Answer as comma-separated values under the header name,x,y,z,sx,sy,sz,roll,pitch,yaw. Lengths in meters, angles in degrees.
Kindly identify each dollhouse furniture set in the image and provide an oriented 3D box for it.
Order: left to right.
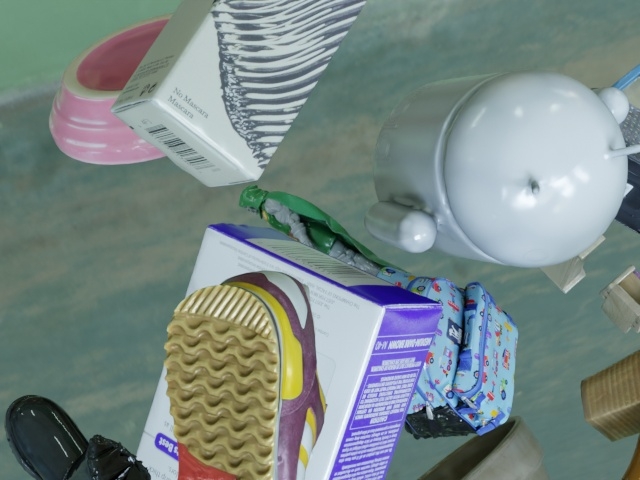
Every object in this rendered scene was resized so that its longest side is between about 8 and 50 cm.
name,x,y,z,sx,sy,sz,roll,pitch,yaw
dollhouse furniture set,0.472,-0.056,1.867,0.303,0.198,0.286,-40,75,-8

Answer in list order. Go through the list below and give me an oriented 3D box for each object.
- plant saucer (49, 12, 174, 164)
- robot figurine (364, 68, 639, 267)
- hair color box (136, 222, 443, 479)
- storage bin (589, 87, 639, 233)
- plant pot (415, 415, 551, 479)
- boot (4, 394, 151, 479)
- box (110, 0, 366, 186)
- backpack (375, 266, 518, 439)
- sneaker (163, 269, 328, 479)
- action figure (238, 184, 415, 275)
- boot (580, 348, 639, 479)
name,x,y,z,sx,sy,sz,roll,pitch,yaw
plant saucer,-0.228,-0.228,1.751,0.332,0.084,0.332,-11,34,8
robot figurine,0.184,-0.076,1.323,0.300,0.353,0.199,-35,105,-16
hair color box,-0.047,0.176,1.041,0.185,0.110,0.338,24,100,31
storage bin,0.392,-0.100,1.627,0.180,0.122,0.084,30,57,-1
plant pot,0.242,0.459,1.788,0.323,0.323,0.280,-36,85,-13
boot,-0.150,0.142,0.790,0.045,0.099,0.121,-30,86,-30
box,-0.044,-0.184,1.015,0.113,0.094,0.275,37,71,-24
backpack,0.117,0.107,1.290,0.117,0.173,0.158,-7,55,31
sneaker,-0.029,0.106,0.551,0.070,0.084,0.185,12,100,22
action figure,0.000,0.000,1.509,0.232,0.137,0.063,32,80,15
boot,0.326,0.190,0.970,0.211,0.104,0.295,-26,53,29
